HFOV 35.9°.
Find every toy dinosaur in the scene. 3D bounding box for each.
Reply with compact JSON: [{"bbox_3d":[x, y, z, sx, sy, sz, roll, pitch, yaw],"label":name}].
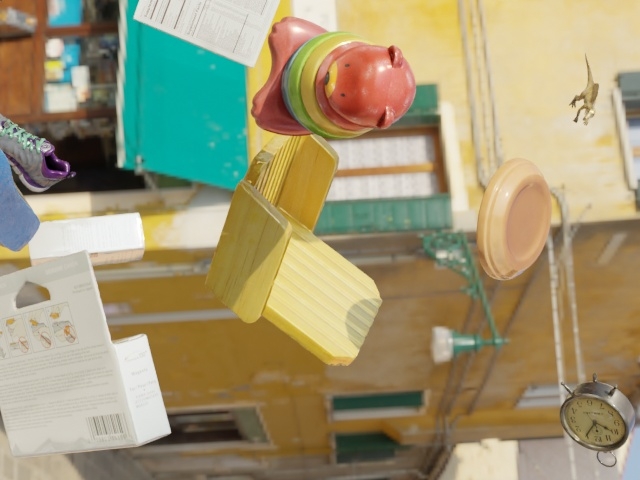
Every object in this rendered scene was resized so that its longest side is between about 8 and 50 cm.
[{"bbox_3d":[0.590,-0.316,2.166,0.093,0.053,0.183,114,-12,-55],"label":"toy dinosaur"}]

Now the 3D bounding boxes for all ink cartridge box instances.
[{"bbox_3d":[-0.324,0.147,1.250,0.060,0.275,0.239,-13,89,-50],"label":"ink cartridge box"}]

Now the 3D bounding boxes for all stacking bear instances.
[{"bbox_3d":[0.033,-0.216,1.371,0.289,0.164,0.175,-154,-102,-67],"label":"stacking bear"}]

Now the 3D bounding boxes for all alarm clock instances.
[{"bbox_3d":[0.520,0.342,1.837,0.064,0.129,0.192,-39,120,-48],"label":"alarm clock"}]

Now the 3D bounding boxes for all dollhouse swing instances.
[{"bbox_3d":[0.000,0.000,1.847,0.347,0.304,0.315,-56,169,-59],"label":"dollhouse swing"}]

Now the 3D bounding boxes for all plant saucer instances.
[{"bbox_3d":[0.318,-0.032,1.585,0.200,0.037,0.200,-17,113,-47],"label":"plant saucer"}]

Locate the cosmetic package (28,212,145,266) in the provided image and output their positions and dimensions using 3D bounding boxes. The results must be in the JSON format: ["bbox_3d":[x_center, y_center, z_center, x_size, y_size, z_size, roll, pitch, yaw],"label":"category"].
[{"bbox_3d":[-0.488,0.005,2.054,0.117,0.231,0.086,129,-49,-69],"label":"cosmetic package"}]

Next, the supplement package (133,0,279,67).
[{"bbox_3d":[-0.234,-0.504,2.065,0.199,0.262,0.198,-130,-119,-74],"label":"supplement package"}]

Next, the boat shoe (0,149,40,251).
[{"bbox_3d":[-0.456,-0.066,1.285,0.109,0.089,0.258,-49,158,-26],"label":"boat shoe"}]

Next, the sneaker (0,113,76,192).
[{"bbox_3d":[-0.552,-0.187,1.829,0.224,0.098,0.083,51,33,-40],"label":"sneaker"}]
